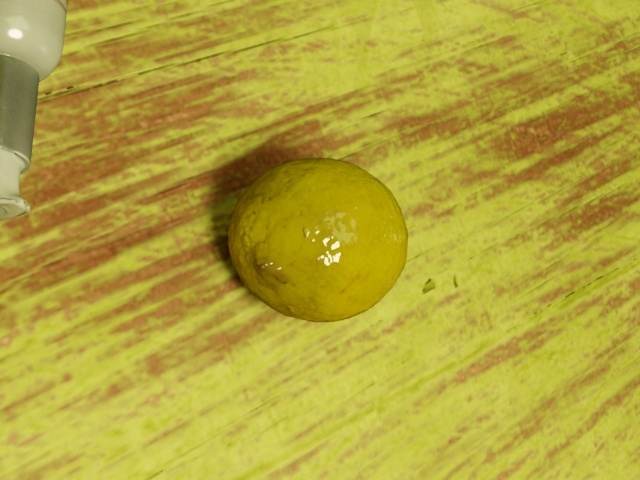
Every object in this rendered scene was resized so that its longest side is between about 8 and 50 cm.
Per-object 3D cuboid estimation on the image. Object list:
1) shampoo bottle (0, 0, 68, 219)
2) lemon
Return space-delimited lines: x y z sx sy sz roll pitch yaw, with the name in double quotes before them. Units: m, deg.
"shampoo bottle" -0.180 -0.106 0.834 0.074 0.074 0.192 20 65 -43
"lemon" 0.000 0.000 0.970 0.133 0.109 0.109 -8 83 -50
